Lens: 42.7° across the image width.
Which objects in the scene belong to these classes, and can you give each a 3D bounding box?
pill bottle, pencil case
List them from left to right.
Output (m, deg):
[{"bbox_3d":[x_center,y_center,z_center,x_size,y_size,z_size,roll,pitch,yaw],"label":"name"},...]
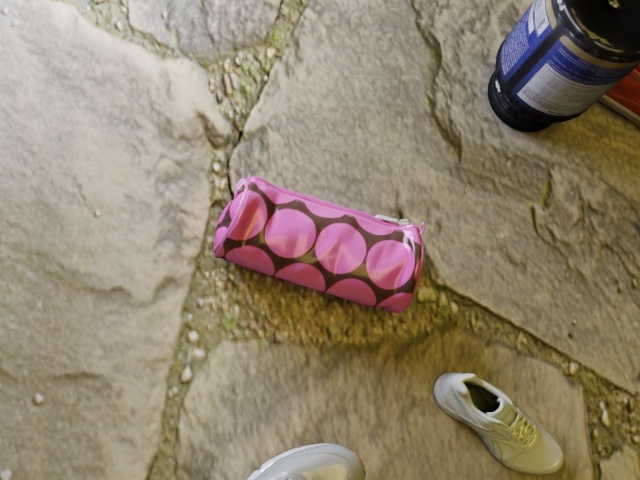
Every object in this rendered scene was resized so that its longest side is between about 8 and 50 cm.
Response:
[{"bbox_3d":[0.000,0.000,0.833,0.209,0.095,0.098,16,107,-8],"label":"pencil case"},{"bbox_3d":[0.260,-0.199,0.867,0.123,0.219,0.122,3,75,-10],"label":"pill bottle"}]

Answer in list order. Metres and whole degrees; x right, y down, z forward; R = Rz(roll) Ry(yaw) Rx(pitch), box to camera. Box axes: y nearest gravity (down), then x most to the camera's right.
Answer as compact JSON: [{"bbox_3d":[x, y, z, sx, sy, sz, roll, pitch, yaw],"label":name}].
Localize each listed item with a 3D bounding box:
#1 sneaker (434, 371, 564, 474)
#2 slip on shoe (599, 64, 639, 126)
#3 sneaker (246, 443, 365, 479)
[{"bbox_3d":[0.185,0.187,0.830,0.152,0.061,0.053,36,70,-1],"label":"sneaker"},{"bbox_3d":[0.448,-0.169,0.957,0.331,0.101,0.123,29,70,-3],"label":"slip on shoe"},{"bbox_3d":[-0.066,0.268,0.728,0.262,0.121,0.099,-28,82,-16],"label":"sneaker"}]
